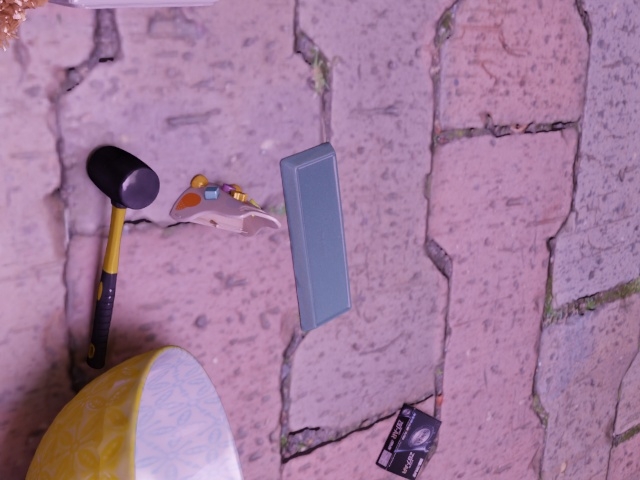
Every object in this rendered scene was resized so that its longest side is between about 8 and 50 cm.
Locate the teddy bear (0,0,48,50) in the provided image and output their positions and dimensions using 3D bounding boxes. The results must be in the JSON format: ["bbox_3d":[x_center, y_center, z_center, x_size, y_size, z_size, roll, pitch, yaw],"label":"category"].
[{"bbox_3d":[-0.294,-0.248,0.489,0.338,0.113,0.245,6,89,-36],"label":"teddy bear"}]

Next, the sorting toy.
[{"bbox_3d":[-0.075,-0.025,0.779,0.083,0.075,0.045,14,94,-45],"label":"sorting toy"}]

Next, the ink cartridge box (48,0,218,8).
[{"bbox_3d":[-0.145,-0.260,0.635,0.127,0.072,0.175,-14,113,-40],"label":"ink cartridge box"}]

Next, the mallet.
[{"bbox_3d":[-0.166,0.021,0.717,0.039,0.062,0.190,-4,107,-41],"label":"mallet"}]

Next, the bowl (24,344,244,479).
[{"bbox_3d":[-0.163,0.239,0.705,0.156,0.289,0.289,-12,121,7],"label":"bowl"}]

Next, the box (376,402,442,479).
[{"bbox_3d":[0.110,0.249,1.085,0.067,0.018,0.083,34,79,-44],"label":"box"}]

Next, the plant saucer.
[{"bbox_3d":[0.000,0.000,0.899,0.067,0.018,0.192,-25,119,-36],"label":"plant saucer"}]
